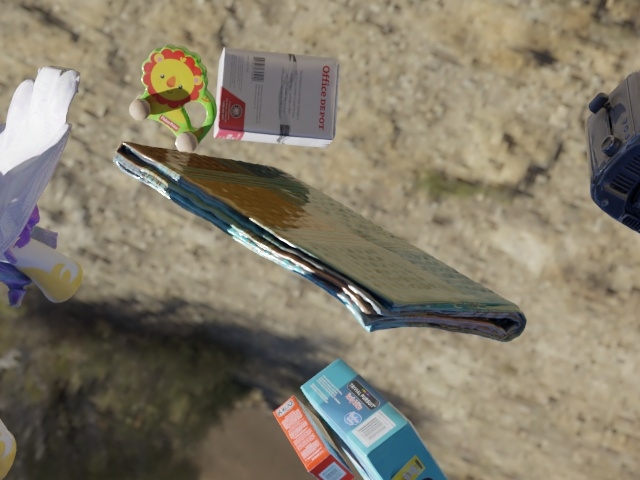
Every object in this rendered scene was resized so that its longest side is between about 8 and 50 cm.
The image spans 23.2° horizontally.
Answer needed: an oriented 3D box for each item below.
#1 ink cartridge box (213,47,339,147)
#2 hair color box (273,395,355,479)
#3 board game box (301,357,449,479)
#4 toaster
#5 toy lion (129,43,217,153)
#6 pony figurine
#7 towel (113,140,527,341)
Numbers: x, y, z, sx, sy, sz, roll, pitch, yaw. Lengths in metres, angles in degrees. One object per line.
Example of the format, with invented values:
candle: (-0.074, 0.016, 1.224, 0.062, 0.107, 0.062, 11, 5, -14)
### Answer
ink cartridge box: (-0.051, -0.163, 1.796, 0.135, 0.099, 0.056, 5, 171, -9)
hair color box: (-0.010, 0.293, 2.241, 0.072, 0.043, 0.141, 48, -176, -38)
board game box: (0.127, 0.348, 2.194, 0.336, 0.079, 0.254, 57, 172, -25)
toaster: (0.377, -0.079, 1.621, 0.227, 0.146, 0.129, 25, 127, -22)
toy lion: (-0.153, -0.159, 1.686, 0.100, 0.096, 0.034, 36, -159, -5)
pony figurine: (-0.344, 0.014, 1.334, 0.303, 0.351, 0.363, 13, 164, 23)
towel: (0.000, 0.000, 1.546, 0.370, 0.040, 0.271, 31, -167, 35)
